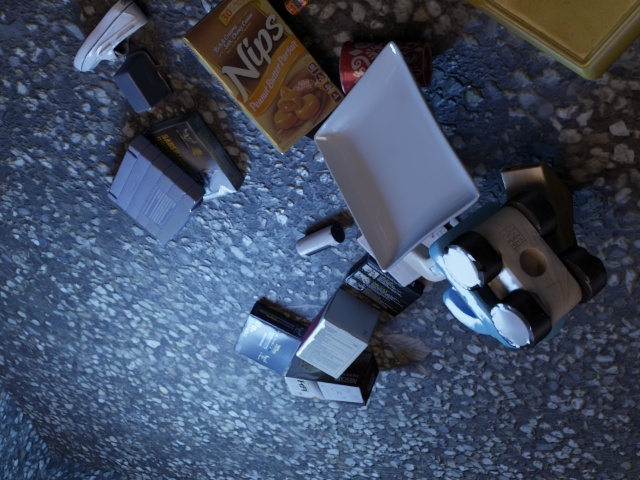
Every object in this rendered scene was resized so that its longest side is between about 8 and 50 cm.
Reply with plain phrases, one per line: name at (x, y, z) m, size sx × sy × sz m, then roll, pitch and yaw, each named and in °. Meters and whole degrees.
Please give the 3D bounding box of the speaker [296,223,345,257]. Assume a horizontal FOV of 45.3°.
speaker at (0.000, 0.000, 2.018) m, size 0.136 × 0.055 × 0.055 m, roll -23°, pitch 119°, yaw 41°

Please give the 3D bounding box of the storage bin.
storage bin at (-0.423, -0.376, 1.833) m, size 0.098 × 0.091 × 0.135 m, roll -7°, pitch 129°, yaw 33°

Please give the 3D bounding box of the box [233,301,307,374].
box at (-0.161, 0.313, 2.415) m, size 0.183 × 0.059 × 0.233 m, roll 27°, pitch 138°, yaw -1°

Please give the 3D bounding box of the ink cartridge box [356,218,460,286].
ink cartridge box at (0.235, -0.011, 1.903) m, size 0.232 × 0.066 × 0.189 m, roll -37°, pitch 110°, yaw 24°

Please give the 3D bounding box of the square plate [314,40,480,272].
square plate at (0.146, -0.156, 1.524) m, size 0.347 × 0.049 × 0.344 m, roll -44°, pitch 67°, yaw 52°

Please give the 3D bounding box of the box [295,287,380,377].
box at (0.049, 0.269, 2.209) m, size 0.148 × 0.127 × 0.232 m, roll 31°, pitch 138°, yaw -3°

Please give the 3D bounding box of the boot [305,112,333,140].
boot at (-0.098, -0.331, 1.728) m, size 0.305 × 0.112 × 0.115 m, roll 36°, pitch 168°, yaw -16°

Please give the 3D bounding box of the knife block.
knife block at (0.467, -0.008, 1.602) m, size 0.088 × 0.242 × 0.275 m, roll -8°, pitch 158°, yaw 33°

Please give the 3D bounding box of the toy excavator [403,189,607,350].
toy excavator at (0.302, 0.053, 1.626) m, size 0.433 × 0.222 × 0.445 m, roll 52°, pitch 155°, yaw 8°

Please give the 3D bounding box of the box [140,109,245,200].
box at (-0.331, -0.210, 1.978) m, size 0.183 × 0.056 × 0.231 m, roll -10°, pitch 127°, yaw 35°

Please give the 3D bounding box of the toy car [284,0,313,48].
toy car at (-0.034, -0.455, 1.586) m, size 0.060 × 0.040 × 0.122 m, roll -9°, pitch 127°, yaw 34°

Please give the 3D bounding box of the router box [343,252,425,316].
router box at (0.169, 0.116, 2.053) m, size 0.179 × 0.046 × 0.133 m, roll 35°, pitch 138°, yaw -9°

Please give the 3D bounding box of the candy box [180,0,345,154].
candy box at (-0.119, -0.359, 1.606) m, size 0.316 × 0.183 × 0.087 m, roll 49°, pitch 178°, yaw -19°

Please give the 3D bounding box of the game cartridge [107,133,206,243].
game cartridge at (-0.443, -0.126, 2.061) m, size 0.230 × 0.068 × 0.355 m, roll 38°, pitch 151°, yaw -9°

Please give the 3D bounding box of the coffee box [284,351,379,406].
coffee box at (0.036, 0.411, 2.350) m, size 0.246 × 0.141 × 0.098 m, roll 4°, pitch 133°, yaw 25°

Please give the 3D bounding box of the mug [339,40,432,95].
mug at (0.142, -0.351, 1.571) m, size 0.169 × 0.113 × 0.150 m, roll 1°, pitch 177°, yaw 21°

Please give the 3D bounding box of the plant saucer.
plant saucer at (0.437, -0.451, 1.313) m, size 0.333 × 0.081 × 0.333 m, roll 31°, pitch 139°, yaw -4°

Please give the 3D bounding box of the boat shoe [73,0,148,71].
boat shoe at (-0.488, -0.457, 1.782) m, size 0.084 × 0.095 × 0.258 m, roll 45°, pitch 137°, yaw -13°
